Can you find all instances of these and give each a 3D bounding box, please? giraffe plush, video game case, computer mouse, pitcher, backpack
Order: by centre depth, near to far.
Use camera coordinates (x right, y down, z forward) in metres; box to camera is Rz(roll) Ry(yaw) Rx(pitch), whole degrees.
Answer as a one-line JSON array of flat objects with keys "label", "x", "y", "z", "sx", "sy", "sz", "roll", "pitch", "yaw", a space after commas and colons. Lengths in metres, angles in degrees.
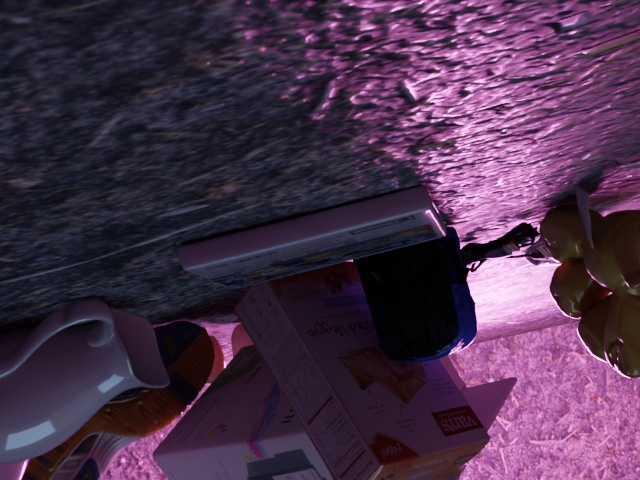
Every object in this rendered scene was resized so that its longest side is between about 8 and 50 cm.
[{"label": "video game case", "x": 0.000, "y": 0.000, "z": 1.194, "sx": 0.201, "sy": 0.023, "sz": 0.183, "roll": -14, "pitch": 171, "yaw": 7}, {"label": "giraffe plush", "x": 0.322, "y": 0.004, "z": 1.347, "sx": 0.171, "sy": 0.181, "sz": 0.210, "roll": -21, "pitch": 139, "yaw": -12}, {"label": "backpack", "x": 0.102, "y": 0.053, "z": 1.358, "sx": 0.098, "sy": 0.120, "sz": 0.101, "roll": -18, "pitch": 170, "yaw": 29}, {"label": "pitcher", "x": -0.272, "y": 0.127, "z": 1.376, "sx": 0.207, "sy": 0.125, "sz": 0.177, "roll": -24, "pitch": 150, "yaw": 4}, {"label": "computer mouse", "x": 0.250, "y": 0.001, "z": 1.514, "sx": 0.193, "sy": 0.042, "sz": 0.106, "roll": -1, "pitch": 163, "yaw": -29}]

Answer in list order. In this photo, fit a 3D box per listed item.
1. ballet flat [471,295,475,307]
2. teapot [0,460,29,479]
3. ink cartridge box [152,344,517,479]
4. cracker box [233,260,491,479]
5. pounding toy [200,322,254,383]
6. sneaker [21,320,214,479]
[{"label": "ballet flat", "x": 0.144, "y": 0.106, "z": 2.019, "sx": 0.173, "sy": 0.049, "sz": 0.057, "roll": -9, "pitch": 170, "yaw": -22}, {"label": "teapot", "x": -0.450, "y": 0.246, "z": 1.544, "sx": 0.256, "sy": 0.187, "sz": 0.252, "roll": -49, "pitch": -164, "yaw": 3}, {"label": "ink cartridge box", "x": 0.013, "y": 0.190, "z": 1.545, "sx": 0.353, "sy": 0.119, "sz": 0.207, "roll": -16, "pitch": -156, "yaw": 41}, {"label": "cracker box", "x": 0.039, "y": 0.128, "z": 1.380, "sx": 0.156, "sy": 0.232, "sz": 0.067, "roll": -5, "pitch": 143, "yaw": -44}, {"label": "pounding toy", "x": -0.068, "y": 0.172, "z": 1.785, "sx": 0.155, "sy": 0.154, "sz": 0.269, "roll": -6, "pitch": 169, "yaw": -40}, {"label": "sneaker", "x": -0.249, "y": 0.196, "z": 1.672, "sx": 0.296, "sy": 0.112, "sz": 0.131, "roll": -42, "pitch": -169, "yaw": 0}]
